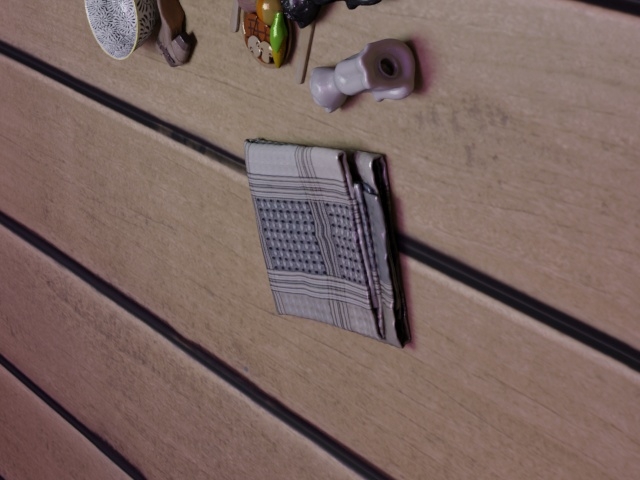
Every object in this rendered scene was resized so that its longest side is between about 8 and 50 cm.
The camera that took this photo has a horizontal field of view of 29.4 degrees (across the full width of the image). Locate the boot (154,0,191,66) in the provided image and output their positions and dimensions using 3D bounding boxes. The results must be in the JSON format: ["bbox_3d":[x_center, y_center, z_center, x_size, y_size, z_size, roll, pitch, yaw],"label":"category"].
[{"bbox_3d":[-0.259,-0.352,2.065,0.087,0.042,0.118,-31,81,57],"label":"boot"}]

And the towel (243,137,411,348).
[{"bbox_3d":[0.000,0.000,1.890,0.324,0.056,0.312,10,115,50],"label":"towel"}]

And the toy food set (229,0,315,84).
[{"bbox_3d":[-0.090,-0.325,1.857,0.192,0.038,0.132,41,136,34],"label":"toy food set"}]

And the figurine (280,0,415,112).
[{"bbox_3d":[0.025,-0.283,1.698,0.209,0.092,0.215,-6,103,61],"label":"figurine"}]

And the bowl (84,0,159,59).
[{"bbox_3d":[-0.328,-0.402,2.098,0.170,0.080,0.170,29,130,43],"label":"bowl"}]
